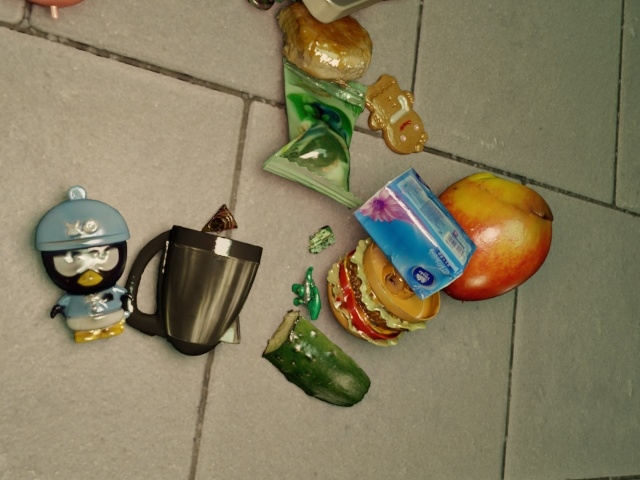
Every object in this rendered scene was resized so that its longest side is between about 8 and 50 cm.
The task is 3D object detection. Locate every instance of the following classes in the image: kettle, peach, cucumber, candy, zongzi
[{"bbox_3d":[-0.272,0.115,1.131,0.251,0.207,0.271,14,88,-34],"label":"kettle"},{"bbox_3d":[0.453,-0.003,1.458,0.370,0.370,0.370,2,86,-28],"label":"peach"},{"bbox_3d":[0.011,0.327,1.322,0.325,0.105,0.145,44,68,-22],"label":"cucumber"},{"bbox_3d":[0.000,-0.293,1.327,0.263,0.172,0.397,22,64,-29],"label":"candy"},{"bbox_3d":[-0.248,-0.039,1.240,0.067,0.073,0.083,65,23,-9],"label":"zongzi"}]

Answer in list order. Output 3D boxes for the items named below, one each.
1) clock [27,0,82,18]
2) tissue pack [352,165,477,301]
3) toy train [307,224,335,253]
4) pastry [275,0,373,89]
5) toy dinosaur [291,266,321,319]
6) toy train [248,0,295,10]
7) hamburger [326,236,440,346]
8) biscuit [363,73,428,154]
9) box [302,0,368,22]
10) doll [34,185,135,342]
[{"bbox_3d":[-0.552,-0.586,1.039,0.227,0.142,0.241,43,87,-22],"label":"clock"},{"bbox_3d":[0.227,-0.020,1.246,0.263,0.146,0.198,50,33,2],"label":"tissue pack"},{"bbox_3d":[0.000,0.000,1.374,0.083,0.033,0.053,-32,96,-26],"label":"toy train"},{"bbox_3d":[0.015,-0.507,1.346,0.236,0.121,0.257,-5,60,-31],"label":"pastry"},{"bbox_3d":[-0.026,0.132,1.316,0.059,0.096,0.132,1,89,-29],"label":"toy dinosaur"},{"bbox_3d":[-0.173,-0.714,1.270,0.304,0.150,0.221,19,68,-29],"label":"toy train"},{"bbox_3d":[0.144,0.135,1.331,0.274,0.212,0.274,27,44,-29],"label":"hamburger"},{"bbox_3d":[0.221,-0.355,1.516,0.184,0.035,0.249,-39,105,-25],"label":"biscuit"},{"bbox_3d":[0.019,-0.746,1.291,0.367,0.090,0.373,55,49,-9],"label":"box"},{"bbox_3d":[-0.472,0.045,1.059,0.177,0.141,0.314,-10,95,-24],"label":"doll"}]
